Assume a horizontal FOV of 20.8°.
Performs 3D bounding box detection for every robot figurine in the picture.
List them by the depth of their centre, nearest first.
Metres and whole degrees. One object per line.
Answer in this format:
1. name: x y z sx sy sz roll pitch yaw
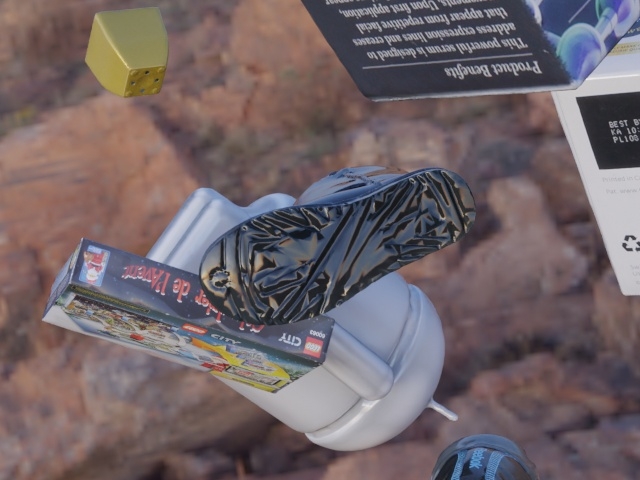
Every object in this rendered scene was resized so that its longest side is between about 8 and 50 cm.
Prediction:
1. robot figurine: -0.014 0.088 1.837 0.200 0.353 0.300 -53 18 3

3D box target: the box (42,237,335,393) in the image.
1. box: -0.121 0.071 1.557 0.233 0.044 0.159 19 -20 -13

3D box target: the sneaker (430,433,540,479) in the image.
1. sneaker: 0.129 0.333 1.396 0.125 0.341 0.139 -7 2 10

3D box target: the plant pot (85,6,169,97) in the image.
1. plant pot: -0.220 -0.214 2.050 0.081 0.081 0.083 -9 52 -26

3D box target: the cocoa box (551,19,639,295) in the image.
1. cocoa box: 0.407 -0.111 1.423 0.347 0.231 0.228 -3 35 33

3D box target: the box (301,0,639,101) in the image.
1. box: 0.079 -0.328 1.089 0.293 0.395 0.212 -48 28 -25

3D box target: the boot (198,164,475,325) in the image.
1. boot: 0.000 0.000 1.523 0.246 0.094 0.207 -21 6 -12
